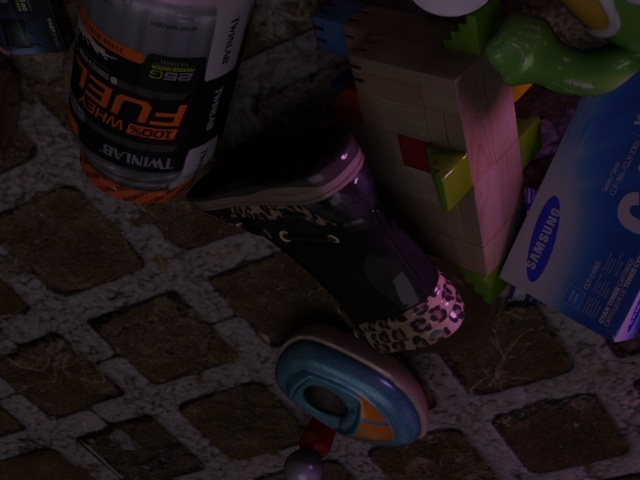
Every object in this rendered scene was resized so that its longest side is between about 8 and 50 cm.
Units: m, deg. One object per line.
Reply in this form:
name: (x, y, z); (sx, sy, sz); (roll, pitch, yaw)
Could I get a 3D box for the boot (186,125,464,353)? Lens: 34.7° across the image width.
boot: (0.000, 0.000, 1.298); (0.284, 0.138, 0.377); (50, 155, -20)

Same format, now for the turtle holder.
turtle holder: (0.312, -0.302, 1.016); (0.227, 0.243, 0.320); (28, 140, -19)

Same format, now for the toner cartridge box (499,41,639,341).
toner cartridge box: (0.356, -0.073, 1.184); (0.165, 0.075, 0.347); (32, 109, 32)

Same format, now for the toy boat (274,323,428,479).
toy boat: (0.027, 0.286, 1.660); (0.267, 0.148, 0.318); (29, 139, 1)

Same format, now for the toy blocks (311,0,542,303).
toy blocks: (0.102, -0.127, 1.238); (0.261, 0.191, 0.381); (21, 143, 36)

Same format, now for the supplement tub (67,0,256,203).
supplement tub: (-0.194, -0.205, 1.214); (0.194, 0.193, 0.316); (14, 134, -5)

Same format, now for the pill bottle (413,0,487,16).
pill bottle: (0.131, -0.322, 1.031); (0.124, 0.221, 0.124); (5, 134, 5)

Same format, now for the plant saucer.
plant saucer: (0.145, 0.082, 1.546); (0.278, 0.041, 0.278); (4, 135, 4)

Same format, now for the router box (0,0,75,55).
router box: (-0.367, -0.289, 1.266); (0.092, 0.038, 0.122); (-2, 133, 10)

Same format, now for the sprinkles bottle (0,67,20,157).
sprinkles bottle: (-0.581, -0.193, 1.334); (0.355, 0.121, 0.121); (10, 134, -1)

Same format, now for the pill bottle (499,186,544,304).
pill bottle: (0.358, 0.020, 1.360); (0.265, 0.153, 0.153); (10, 134, 6)
